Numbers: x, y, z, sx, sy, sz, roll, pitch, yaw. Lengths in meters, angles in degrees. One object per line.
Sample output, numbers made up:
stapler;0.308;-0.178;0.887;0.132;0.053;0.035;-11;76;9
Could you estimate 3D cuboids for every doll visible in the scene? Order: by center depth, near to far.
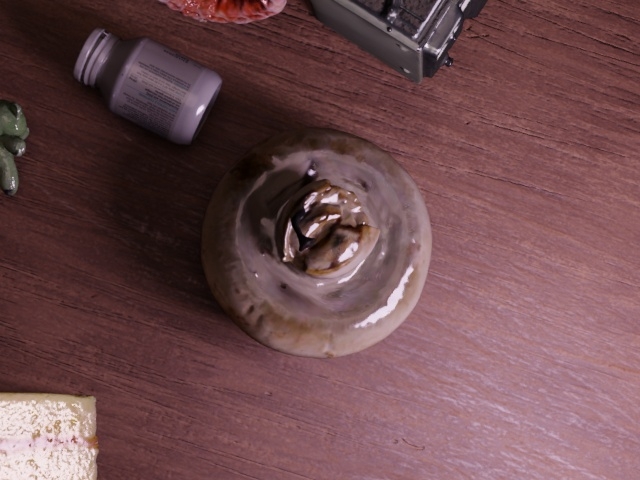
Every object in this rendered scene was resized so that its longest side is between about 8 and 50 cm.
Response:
doll;-0.505;-0.149;1.828;0.115;0.077;0.150;8;92;31

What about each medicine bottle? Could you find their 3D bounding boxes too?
medicine bottle;-0.278;-0.251;1.832;0.215;0.135;0.135;26;79;-3

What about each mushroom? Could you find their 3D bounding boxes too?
mushroom;0.000;0.000;1.755;0.362;0.294;0.362;1;80;-8

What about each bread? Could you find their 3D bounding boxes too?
bread;-0.468;0.303;1.716;0.264;0.163;0.167;-2;82;-9

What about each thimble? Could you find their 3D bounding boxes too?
thimble;-0.158;-0.456;1.823;0.239;0.239;0.162;8;79;-7

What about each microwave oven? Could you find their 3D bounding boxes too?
microwave oven;0.185;-0.478;1.815;0.247;0.333;0.394;33;92;4
